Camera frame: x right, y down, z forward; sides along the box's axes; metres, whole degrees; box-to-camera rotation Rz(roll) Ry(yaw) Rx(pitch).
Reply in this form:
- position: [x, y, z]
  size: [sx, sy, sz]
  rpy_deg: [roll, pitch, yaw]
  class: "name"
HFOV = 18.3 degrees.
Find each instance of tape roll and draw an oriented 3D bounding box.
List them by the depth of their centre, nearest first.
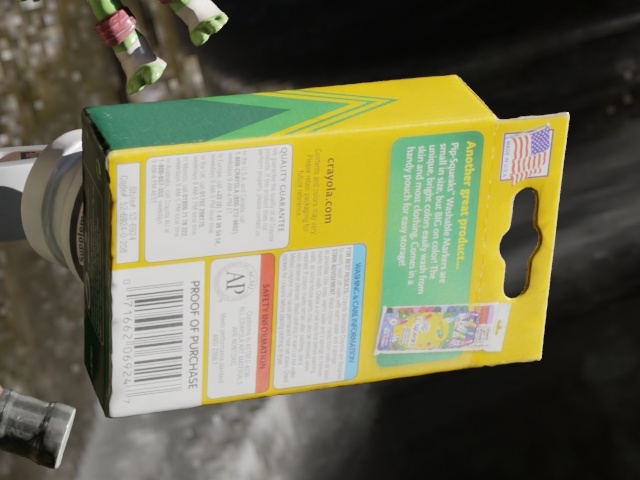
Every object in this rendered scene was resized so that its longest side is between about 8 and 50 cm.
- position: [-0.313, -0.046, 1.921]
  size: [0.219, 0.219, 0.072]
  rpy_deg: [-141, -135, -79]
  class: "tape roll"

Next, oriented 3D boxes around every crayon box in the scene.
- position: [0.000, 0.000, 1.375]
  size: [0.083, 0.323, 0.203]
  rpy_deg: [-124, -148, -57]
  class: "crayon box"

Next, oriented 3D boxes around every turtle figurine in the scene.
- position: [-0.227, -0.298, 2.122]
  size: [0.266, 0.198, 0.275]
  rpy_deg: [51, -30, -14]
  class: "turtle figurine"

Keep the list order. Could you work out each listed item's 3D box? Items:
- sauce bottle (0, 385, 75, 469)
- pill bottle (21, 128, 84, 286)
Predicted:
- position: [-0.432, 0.157, 2.095]
  size: [0.111, 0.344, 0.111]
  rpy_deg: [-163, -90, -86]
  class: "sauce bottle"
- position: [-0.124, -0.008, 1.687]
  size: [0.265, 0.153, 0.153]
  rpy_deg: [18, -49, 40]
  class: "pill bottle"
